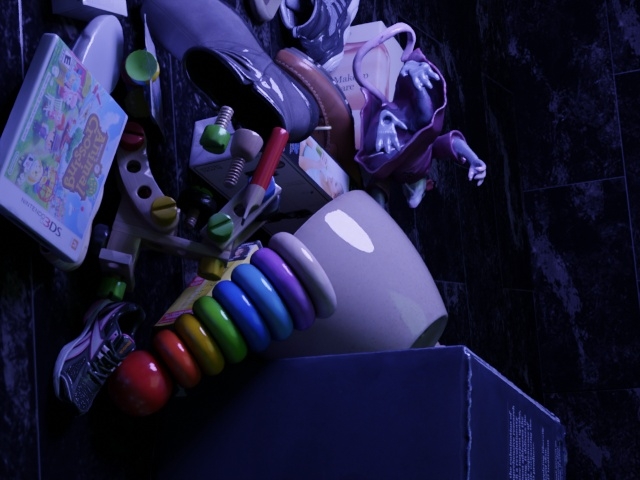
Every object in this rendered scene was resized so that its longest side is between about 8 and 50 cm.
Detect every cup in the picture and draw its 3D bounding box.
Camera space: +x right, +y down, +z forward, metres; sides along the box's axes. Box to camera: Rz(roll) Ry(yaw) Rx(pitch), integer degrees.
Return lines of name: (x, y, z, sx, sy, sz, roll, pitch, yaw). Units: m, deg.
cup: (0.066, 0.118, 1.679, 0.331, 0.237, 0.331, -44, 158, -23)

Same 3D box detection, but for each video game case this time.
video game case: (-0.310, -0.105, 1.223, 0.193, 0.023, 0.212, 56, 46, -62)

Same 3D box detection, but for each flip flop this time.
flip flop: (-0.071, -0.522, 1.933, 0.112, 0.080, 0.277, 56, 36, -41)

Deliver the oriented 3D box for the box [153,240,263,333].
box: (-0.162, 0.086, 1.582, 0.058, 0.087, 0.232, 67, 31, -23)

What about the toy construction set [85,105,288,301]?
toy construction set: (-0.179, -0.019, 1.359, 0.257, 0.309, 0.237, 32, 62, -24)

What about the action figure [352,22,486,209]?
action figure: (0.140, -0.170, 1.888, 0.275, 0.248, 0.370, 62, 0, 19)

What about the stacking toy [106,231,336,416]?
stacking toy: (-0.143, 0.132, 1.414, 0.330, 0.141, 0.141, -35, 123, -15)

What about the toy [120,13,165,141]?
toy: (-0.256, -0.224, 1.462, 0.237, 0.056, 0.136, 155, -71, -81)

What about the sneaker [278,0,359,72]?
sneaker: (-0.002, -0.470, 2.029, 0.153, 0.101, 0.268, 50, 43, -51)

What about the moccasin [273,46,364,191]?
moccasin: (-0.025, -0.184, 1.840, 0.147, 0.139, 0.380, -39, 149, -17)

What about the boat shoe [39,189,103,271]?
boat shoe: (-0.324, -0.048, 1.319, 0.059, 0.063, 0.170, 42, 47, -60)

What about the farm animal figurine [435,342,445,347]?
farm animal figurine: (0.158, 0.255, 1.990, 0.330, 0.172, 0.326, -15, 97, -62)

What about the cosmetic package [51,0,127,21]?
cosmetic package: (-0.332, -0.427, 1.410, 0.099, 0.060, 0.239, -2, 85, -65)

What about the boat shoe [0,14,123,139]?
boat shoe: (-0.333, -0.189, 1.313, 0.096, 0.088, 0.267, 75, 27, -57)

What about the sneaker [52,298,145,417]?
sneaker: (-0.283, 0.143, 1.332, 0.072, 0.077, 0.178, 54, 38, -41)

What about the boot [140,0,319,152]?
boot: (-0.150, -0.262, 1.461, 0.338, 0.118, 0.223, 38, 14, 7)

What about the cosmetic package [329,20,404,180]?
cosmetic package: (0.075, -0.278, 2.079, 0.129, 0.153, 0.296, 42, 45, -54)

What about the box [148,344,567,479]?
box: (0.075, 0.366, 1.532, 0.472, 0.480, 0.297, 39, 49, -54)

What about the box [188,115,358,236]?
box: (-0.072, -0.108, 1.726, 0.290, 0.169, 0.087, 41, 45, -51)
